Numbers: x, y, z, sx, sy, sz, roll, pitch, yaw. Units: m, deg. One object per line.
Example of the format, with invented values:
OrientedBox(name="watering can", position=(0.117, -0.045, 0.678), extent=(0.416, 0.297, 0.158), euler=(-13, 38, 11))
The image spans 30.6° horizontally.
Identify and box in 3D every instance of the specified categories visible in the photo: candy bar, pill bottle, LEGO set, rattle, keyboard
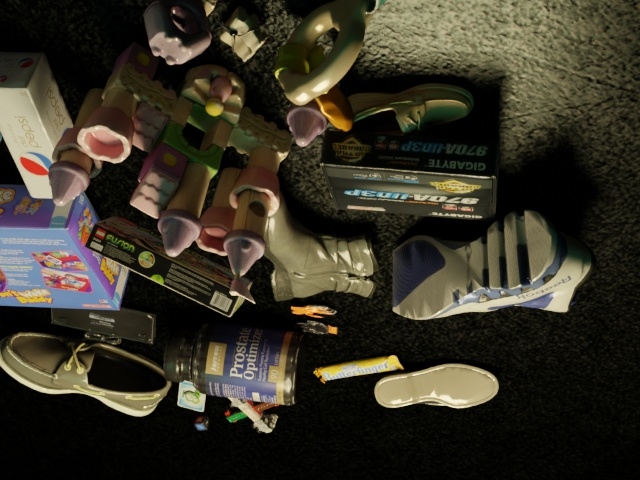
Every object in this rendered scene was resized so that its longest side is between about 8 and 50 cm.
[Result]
OrientedBox(name="candy bar", position=(0.064, 0.217, 1.976), extent=(0.162, 0.018, 0.040), euler=(-12, 136, 27))
OrientedBox(name="pill bottle", position=(-0.140, 0.199, 1.922), extent=(0.219, 0.122, 0.122), euler=(6, 142, 6))
OrientedBox(name="LEGO set", position=(-0.160, 0.263, 2.086), extent=(0.183, 0.060, 0.244), euler=(14, 133, 3))
OrientedBox(name="rattle", position=(0.054, -0.224, 1.363), extent=(0.143, 0.130, 0.200), euler=(41, 107, -20))
OrientedBox(name="keyboard", position=(-0.369, 0.137, 1.987), extent=(0.180, 0.023, 0.108), euler=(12, 136, 1))

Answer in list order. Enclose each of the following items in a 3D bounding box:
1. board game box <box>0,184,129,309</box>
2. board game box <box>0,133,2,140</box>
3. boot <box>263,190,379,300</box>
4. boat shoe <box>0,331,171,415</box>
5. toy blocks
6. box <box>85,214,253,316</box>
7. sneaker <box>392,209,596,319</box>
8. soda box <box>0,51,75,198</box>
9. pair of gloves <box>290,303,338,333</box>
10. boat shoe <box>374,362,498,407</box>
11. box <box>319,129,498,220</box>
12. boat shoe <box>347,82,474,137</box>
OrientedBox(name="board game box", position=(-0.498, 0.011, 1.799), extent=(0.347, 0.078, 0.233), euler=(2, 147, 13))
OrientedBox(name="board game box", position=(-0.625, -0.218, 1.557), extent=(0.302, 0.086, 0.308), euler=(2, 141, 12))
OrientedBox(name="boot", position=(0.000, 0.000, 1.690), extent=(0.161, 0.083, 0.246), euler=(-5, 143, 6))
OrientedBox(name="boat shoe", position=(-0.408, 0.218, 2.034), extent=(0.305, 0.109, 0.091), euler=(22, 141, -22))
OrientedBox(name="toy blocks", position=(-0.164, -0.096, 1.448), extent=(0.289, 0.260, 0.309), euler=(30, 139, -21))
OrientedBox(name="box", position=(-0.195, 0.031, 1.528), extent=(0.207, 0.114, 0.036), euler=(25, 99, 1))
OrientedBox(name="sneaker", position=(0.255, 0.054, 1.620), extent=(0.182, 0.127, 0.316), euler=(16, 159, -36))
OrientedBox(name="soda box", position=(-0.384, -0.153, 1.585), extent=(0.069, 0.073, 0.216), euler=(2, 141, 12))
OrientedBox(name="pair of gloves", position=(-0.008, 0.126, 1.887), extent=(0.074, 0.010, 0.083), euler=(4, 144, 8))
OrientedBox(name="boat shoe", position=(0.196, 0.241, 1.955), extent=(0.206, 0.075, 0.065), euler=(-6, -178, 14))
OrientedBox(name="box", position=(0.119, -0.082, 1.514), extent=(0.220, 0.051, 0.175), euler=(5, 164, 9))
OrientedBox(name="boat shoe", position=(0.108, -0.154, 1.466), extent=(0.170, 0.059, 0.063), euler=(-5, 139, 21))
